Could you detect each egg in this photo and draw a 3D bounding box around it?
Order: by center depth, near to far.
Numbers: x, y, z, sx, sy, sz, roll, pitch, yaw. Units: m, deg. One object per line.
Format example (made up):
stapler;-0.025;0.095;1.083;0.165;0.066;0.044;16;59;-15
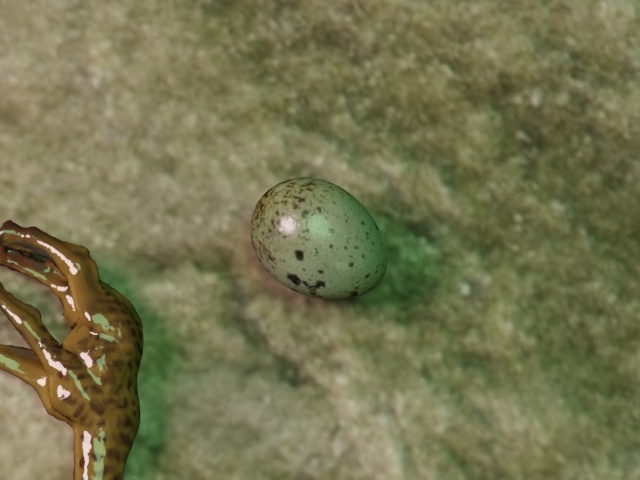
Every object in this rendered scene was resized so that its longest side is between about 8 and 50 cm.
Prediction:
egg;0.000;0.000;1.097;0.110;0.085;0.085;26;65;-13

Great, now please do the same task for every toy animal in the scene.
toy animal;-0.176;0.114;1.018;0.149;0.054;0.275;-25;81;-22
